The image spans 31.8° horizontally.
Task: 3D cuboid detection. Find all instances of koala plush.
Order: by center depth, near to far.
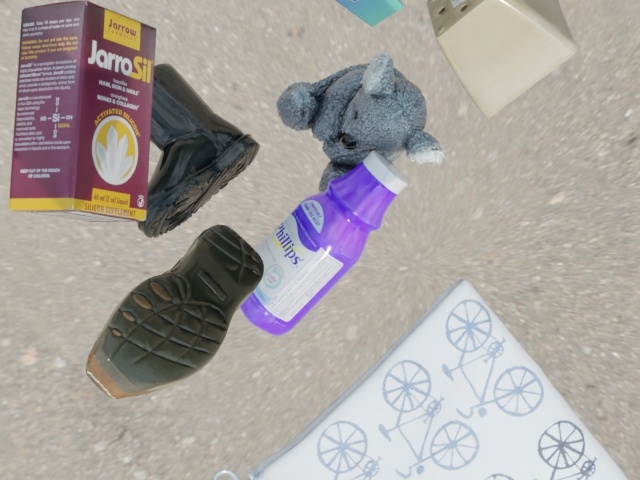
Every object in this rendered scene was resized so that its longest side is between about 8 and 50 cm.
[{"bbox_3d":[0.081,-0.175,1.576,0.203,0.221,0.196,-32,98,-15],"label":"koala plush"}]

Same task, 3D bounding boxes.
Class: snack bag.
[{"bbox_3d":[0.054,0.245,0.700,0.342,0.037,0.323,-41,109,-5],"label":"snack bag"}]

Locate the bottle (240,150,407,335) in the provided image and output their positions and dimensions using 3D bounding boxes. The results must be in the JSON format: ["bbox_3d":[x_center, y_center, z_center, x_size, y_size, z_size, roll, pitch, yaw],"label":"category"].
[{"bbox_3d":[0.000,0.000,1.536,0.283,0.092,0.118,-46,43,15],"label":"bottle"}]

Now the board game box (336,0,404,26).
[{"bbox_3d":[-0.003,-0.327,1.168,0.047,0.210,0.160,-31,68,21],"label":"board game box"}]

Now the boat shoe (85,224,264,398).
[{"bbox_3d":[-0.179,0.099,1.359,0.120,0.324,0.122,-39,93,33],"label":"boat shoe"}]

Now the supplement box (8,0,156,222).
[{"bbox_3d":[-0.217,-0.115,1.037,0.081,0.104,0.188,1,86,31],"label":"supplement box"}]

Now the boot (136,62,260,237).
[{"bbox_3d":[-0.234,-0.135,1.609,0.207,0.094,0.246,39,53,10],"label":"boot"}]

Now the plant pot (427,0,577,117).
[{"bbox_3d":[0.162,-0.204,1.072,0.109,0.109,0.096,-38,124,27],"label":"plant pot"}]
